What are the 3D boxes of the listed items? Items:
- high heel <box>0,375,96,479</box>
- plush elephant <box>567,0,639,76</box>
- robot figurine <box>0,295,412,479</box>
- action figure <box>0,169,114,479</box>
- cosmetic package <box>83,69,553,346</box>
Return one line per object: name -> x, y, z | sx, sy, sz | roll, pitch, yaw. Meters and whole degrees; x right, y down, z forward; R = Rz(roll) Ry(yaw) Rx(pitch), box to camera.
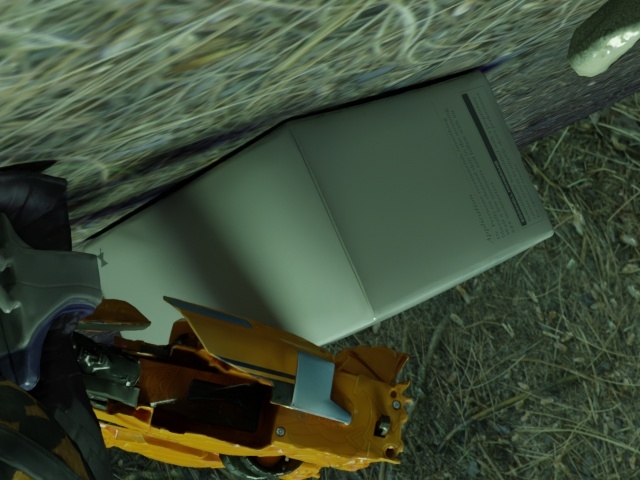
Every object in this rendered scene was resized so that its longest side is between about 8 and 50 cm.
high heel -> -0.202, 0.100, 0.532 | 0.261, 0.186, 0.093 | -33, -150, 52
plush elephant -> 0.300, -0.096, 0.721 | 0.255, 0.330, 0.272 | 8, 143, -40
robot figurine -> -0.109, 0.073, 0.750 | 0.291, 0.085, 0.211 | 17, 162, -16
action figure -> -0.121, 0.120, 0.579 | 0.185, 0.285, 0.099 | -26, 177, 24
cosmetic package -> 0.000, 0.000, 0.938 | 0.224, 0.138, 0.225 | -27, 175, 42
